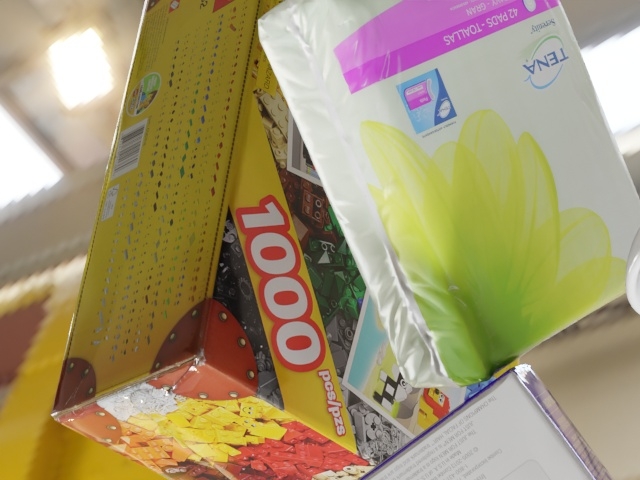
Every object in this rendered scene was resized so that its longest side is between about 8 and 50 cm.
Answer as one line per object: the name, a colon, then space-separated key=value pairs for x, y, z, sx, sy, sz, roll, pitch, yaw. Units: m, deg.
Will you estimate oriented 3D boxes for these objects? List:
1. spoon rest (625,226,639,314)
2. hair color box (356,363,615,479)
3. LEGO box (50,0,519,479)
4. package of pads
spoon rest: x=0.304 y=-0.030 z=1.050 sx=0.276 sy=0.137 sz=0.084 roll=-30 pitch=-126 yaw=2
hair color box: x=0.162 y=0.272 z=1.200 sx=0.185 sy=0.339 sz=0.110 roll=-37 pitch=170 yaw=9
LEGO box: x=0.000 y=0.000 z=1.623 sx=0.193 sy=0.372 sz=0.500 roll=-24 pitch=-135 yaw=39
package of pads: x=0.110 y=-0.066 z=1.304 sx=0.229 sy=0.297 sz=0.101 roll=-25 pitch=-175 yaw=-41
